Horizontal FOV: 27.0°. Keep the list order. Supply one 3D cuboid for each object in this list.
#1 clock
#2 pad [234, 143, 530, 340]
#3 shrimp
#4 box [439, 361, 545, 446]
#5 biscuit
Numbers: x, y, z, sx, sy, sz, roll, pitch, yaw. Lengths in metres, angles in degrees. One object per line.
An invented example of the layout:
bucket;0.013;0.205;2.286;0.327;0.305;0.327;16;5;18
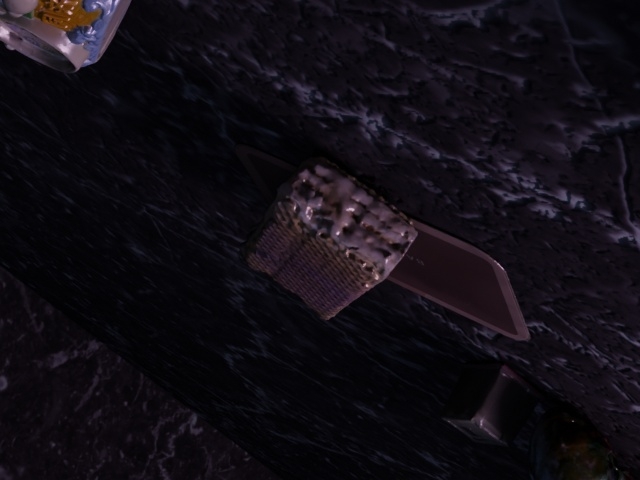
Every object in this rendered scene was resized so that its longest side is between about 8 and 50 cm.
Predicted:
clock;-0.187;-0.182;0.840;0.144;0.103;0.231;27;167;-10
pad;0.051;0.002;1.118;0.266;0.002;0.176;25;163;28
shrimp;0.259;0.322;1.268;0.137;0.172;0.372;-100;-11;-71
box;0.159;0.156;1.260;0.060;0.063;0.085;38;164;-14
biscuit;0.000;0.000;1.094;0.108;0.062;0.239;36;164;-2
